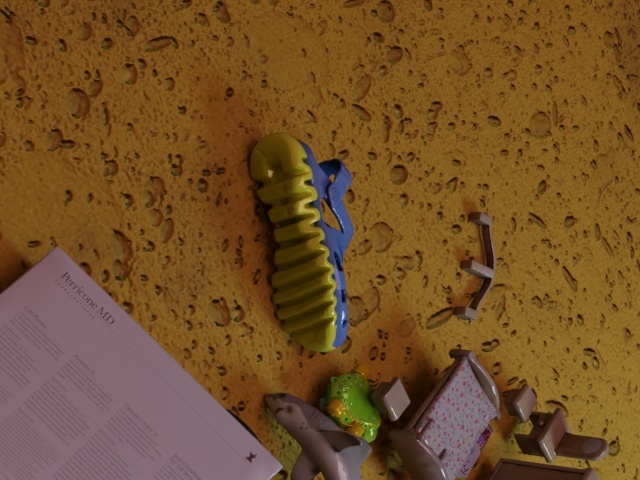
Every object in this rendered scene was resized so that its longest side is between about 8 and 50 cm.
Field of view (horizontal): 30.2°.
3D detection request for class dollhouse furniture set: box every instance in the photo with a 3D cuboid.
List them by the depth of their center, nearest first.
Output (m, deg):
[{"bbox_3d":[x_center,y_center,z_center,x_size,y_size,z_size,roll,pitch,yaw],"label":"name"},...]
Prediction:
[{"bbox_3d":[0.283,0.273,1.813,0.303,0.174,0.355,-49,123,-36],"label":"dollhouse furniture set"}]

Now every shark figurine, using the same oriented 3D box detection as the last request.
[{"bbox_3d":[0.034,0.335,1.661,0.116,0.166,0.278,-23,101,-51],"label":"shark figurine"}]

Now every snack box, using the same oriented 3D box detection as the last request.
[{"bbox_3d":[0.211,0.322,1.894,0.100,0.037,0.141,54,54,-23],"label":"snack box"}]

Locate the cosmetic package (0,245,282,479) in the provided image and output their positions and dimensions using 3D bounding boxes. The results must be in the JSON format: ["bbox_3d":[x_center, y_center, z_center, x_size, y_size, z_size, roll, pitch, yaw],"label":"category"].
[{"bbox_3d":[-0.273,0.233,1.351,0.377,0.097,0.284,45,56,0],"label":"cosmetic package"}]

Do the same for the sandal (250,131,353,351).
[{"bbox_3d":[0.000,0.000,1.699,0.138,0.126,0.317,-8,91,-46],"label":"sandal"}]

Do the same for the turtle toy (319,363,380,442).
[{"bbox_3d":[0.048,0.247,1.741,0.130,0.066,0.095,55,53,-22],"label":"turtle toy"}]

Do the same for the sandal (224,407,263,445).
[{"bbox_3d":[-0.206,0.272,1.504,0.303,0.086,0.120,3,40,-31],"label":"sandal"}]

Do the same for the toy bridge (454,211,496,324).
[{"bbox_3d":[0.264,0.050,1.985,0.063,0.026,0.188,24,69,-38],"label":"toy bridge"}]
